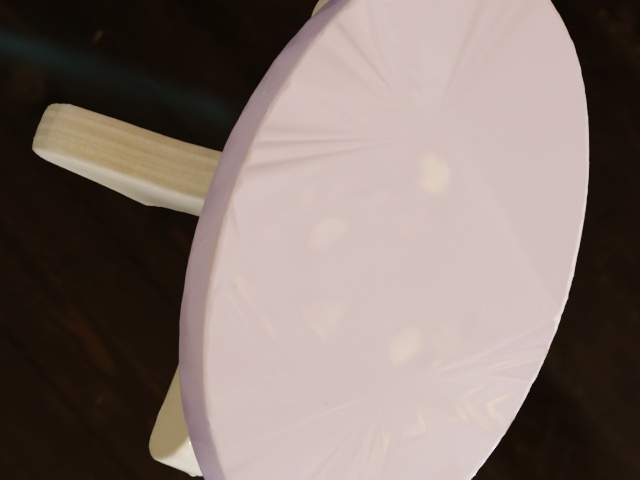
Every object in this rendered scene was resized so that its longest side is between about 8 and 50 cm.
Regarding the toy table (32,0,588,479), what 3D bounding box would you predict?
[{"bbox_3d":[0.000,0.000,0.861,0.252,0.161,0.274,37,-105,-23],"label":"toy table"}]
